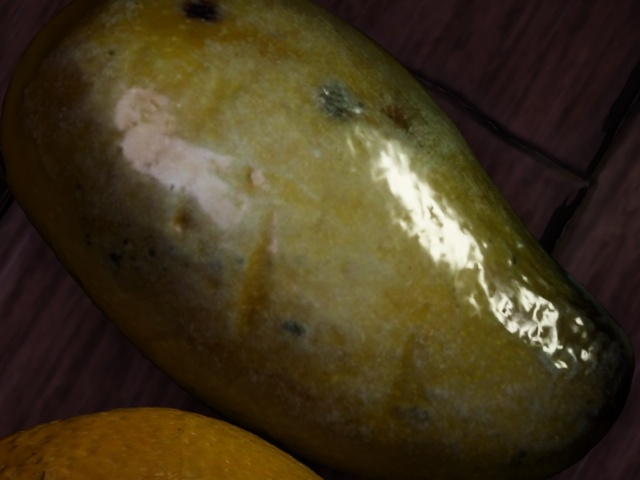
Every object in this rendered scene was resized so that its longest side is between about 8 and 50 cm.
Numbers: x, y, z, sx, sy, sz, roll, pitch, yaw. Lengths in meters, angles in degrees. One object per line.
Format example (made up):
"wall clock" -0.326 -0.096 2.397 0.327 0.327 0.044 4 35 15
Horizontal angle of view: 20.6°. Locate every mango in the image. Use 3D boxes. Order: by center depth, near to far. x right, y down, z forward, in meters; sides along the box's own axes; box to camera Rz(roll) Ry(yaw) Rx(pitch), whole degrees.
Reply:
"mango" -0.006 0.003 0.860 0.329 0.175 0.176 46 120 -8

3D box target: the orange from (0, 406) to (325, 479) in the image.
"orange" -0.079 0.197 0.785 0.264 0.264 0.264 -1 80 6
